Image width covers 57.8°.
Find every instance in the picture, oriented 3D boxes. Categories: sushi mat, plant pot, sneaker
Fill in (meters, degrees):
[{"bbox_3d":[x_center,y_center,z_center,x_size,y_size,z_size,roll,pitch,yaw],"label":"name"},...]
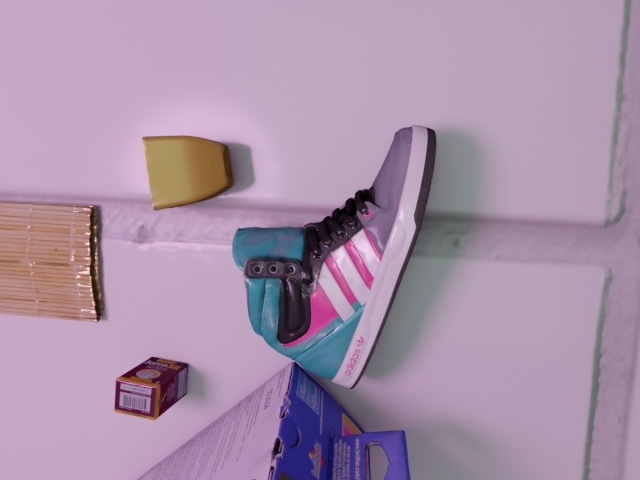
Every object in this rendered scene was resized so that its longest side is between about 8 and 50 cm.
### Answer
[{"bbox_3d":[-0.434,0.022,0.764,0.316,0.019,0.151,3,99,12],"label":"sushi mat"},{"bbox_3d":[-0.145,-0.081,0.662,0.083,0.081,0.081,-7,95,2],"label":"plant pot"},{"bbox_3d":[0.000,0.000,0.624,0.178,0.124,0.295,19,102,-1],"label":"sneaker"}]

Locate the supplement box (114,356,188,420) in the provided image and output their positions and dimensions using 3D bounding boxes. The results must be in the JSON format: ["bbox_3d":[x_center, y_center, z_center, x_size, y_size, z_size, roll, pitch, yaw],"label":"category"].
[{"bbox_3d":[-0.203,0.177,0.702,0.055,0.083,0.043,7,98,11],"label":"supplement box"}]

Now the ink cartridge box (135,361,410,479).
[{"bbox_3d":[-0.090,0.305,0.592,0.395,0.270,0.151,-41,101,14],"label":"ink cartridge box"}]
